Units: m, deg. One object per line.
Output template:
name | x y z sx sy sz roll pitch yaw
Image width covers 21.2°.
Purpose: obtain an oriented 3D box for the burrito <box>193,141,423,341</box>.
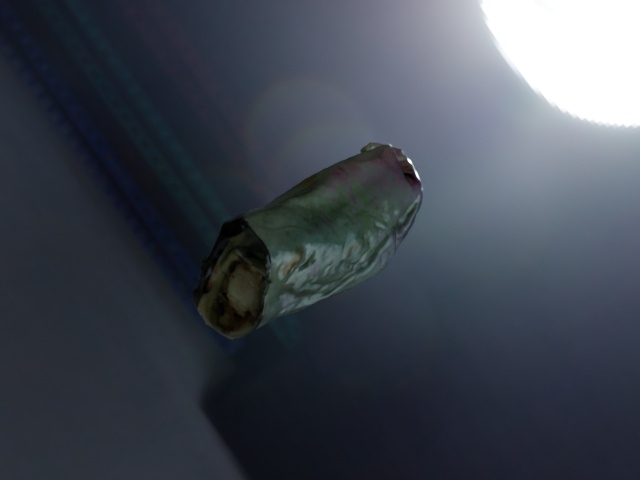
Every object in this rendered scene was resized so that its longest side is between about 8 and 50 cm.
burrito | 0.000 0.000 1.451 0.229 0.089 0.144 -29 -22 -39
